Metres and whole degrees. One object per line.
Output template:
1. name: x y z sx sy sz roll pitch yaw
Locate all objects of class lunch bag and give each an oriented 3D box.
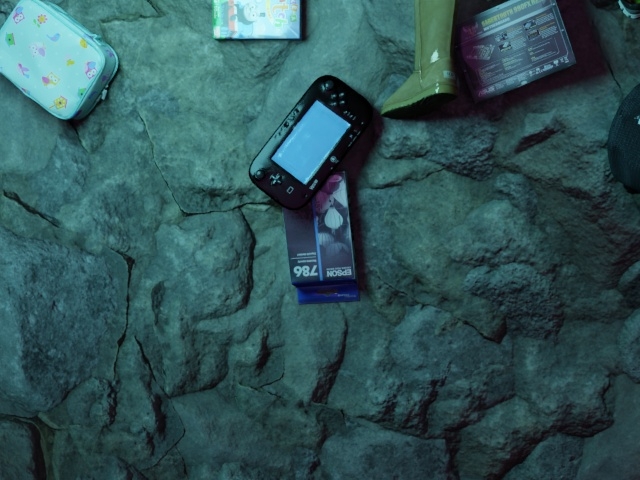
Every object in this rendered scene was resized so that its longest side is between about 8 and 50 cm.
1. lunch bag: -0.645 -0.445 1.599 0.279 0.108 0.224 38 100 0

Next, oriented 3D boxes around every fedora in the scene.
1. fedora: 0.714 -0.219 1.382 0.152 0.334 0.334 29 106 39

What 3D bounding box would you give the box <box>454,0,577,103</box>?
1. box: 0.422 -0.430 1.440 0.231 0.056 0.183 -20 95 22

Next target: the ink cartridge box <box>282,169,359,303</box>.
1. ink cartridge box: 0.000 0.000 1.599 0.165 0.065 0.332 -6 100 9

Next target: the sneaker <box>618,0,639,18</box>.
1. sneaker: 0.649 -0.557 1.390 0.063 0.075 0.170 -31 94 13

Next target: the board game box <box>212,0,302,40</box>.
1. board game box: -0.149 -0.556 1.536 0.211 0.039 0.160 2 100 8

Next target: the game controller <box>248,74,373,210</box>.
1. game controller: -0.022 -0.228 1.523 0.166 0.067 0.319 38 90 14

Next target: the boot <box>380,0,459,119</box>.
1. boot: 0.228 -0.425 1.464 0.089 0.236 0.269 8 79 -35
